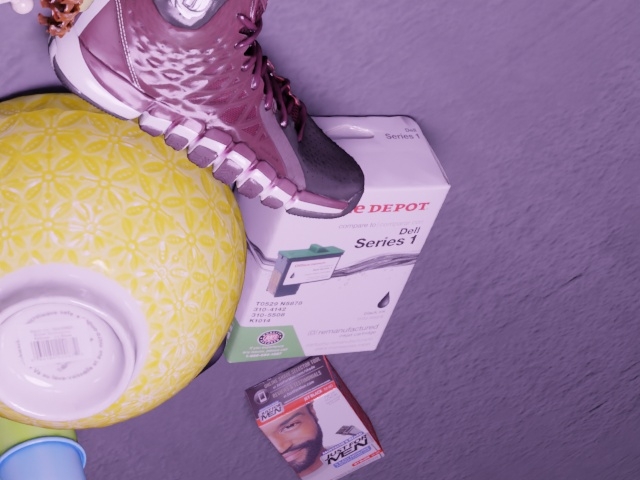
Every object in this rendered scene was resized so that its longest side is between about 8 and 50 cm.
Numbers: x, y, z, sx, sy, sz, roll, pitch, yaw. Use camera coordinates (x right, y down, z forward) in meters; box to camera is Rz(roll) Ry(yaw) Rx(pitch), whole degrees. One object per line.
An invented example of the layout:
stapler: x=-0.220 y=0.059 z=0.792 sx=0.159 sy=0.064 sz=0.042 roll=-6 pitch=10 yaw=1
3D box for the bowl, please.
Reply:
bowl: x=-0.199 y=0.048 z=1.199 sx=0.289 sy=0.156 sz=0.289 roll=-1 pitch=121 yaw=-2

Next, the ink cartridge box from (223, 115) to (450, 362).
ink cartridge box: x=0.000 y=0.000 z=1.381 sx=0.160 sy=0.093 sz=0.219 roll=-4 pitch=137 yaw=-26

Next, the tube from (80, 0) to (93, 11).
tube: x=-0.124 y=-0.265 z=1.041 sx=0.240 sy=0.062 sz=0.070 roll=-52 pitch=170 yaw=23

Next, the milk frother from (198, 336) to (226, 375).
milk frother: x=-0.140 y=0.067 z=1.395 sx=0.134 sy=0.129 sz=0.143 roll=-39 pitch=-177 yaw=17

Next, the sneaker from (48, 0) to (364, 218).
sneaker: x=-0.049 y=-0.133 z=1.163 sx=0.281 sy=0.106 sz=0.162 roll=26 pitch=113 yaw=-27

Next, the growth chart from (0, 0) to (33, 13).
growth chart: x=-0.321 y=-0.133 z=1.112 sx=0.237 sy=0.021 sz=0.172 roll=-39 pitch=141 yaw=18

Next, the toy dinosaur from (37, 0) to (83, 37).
toy dinosaur: x=-0.169 y=-0.270 z=0.930 sx=0.218 sy=0.164 sz=0.322 roll=-21 pitch=113 yaw=-27

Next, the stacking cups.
stacking cups: x=-0.229 y=0.215 z=1.325 sx=0.096 sy=0.316 sz=0.096 roll=-16 pitch=140 yaw=-14

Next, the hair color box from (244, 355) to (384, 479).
hair color box: x=-0.004 y=0.195 z=1.635 sx=0.093 sy=0.053 sz=0.167 roll=-28 pitch=141 yaw=4
